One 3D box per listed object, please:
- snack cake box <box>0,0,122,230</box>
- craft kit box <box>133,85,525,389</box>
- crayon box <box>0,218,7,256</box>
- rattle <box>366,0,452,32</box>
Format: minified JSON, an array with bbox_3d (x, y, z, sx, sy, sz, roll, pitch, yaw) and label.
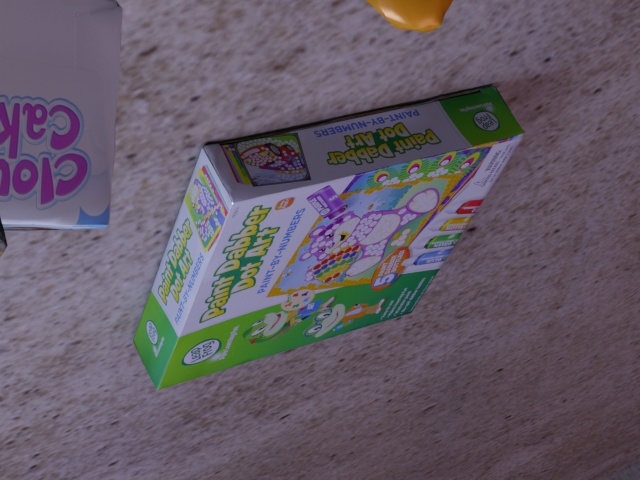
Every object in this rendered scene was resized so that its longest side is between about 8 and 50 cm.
[{"bbox_3d":[-0.221,-0.048,0.545,0.264,0.089,0.152,0,176,40],"label":"snack cake box"},{"bbox_3d":[0.000,0.000,1.075,0.247,0.061,0.250,-12,150,-27],"label":"craft kit box"},{"bbox_3d":[-0.293,-0.035,0.378,0.363,0.313,0.106,-33,148,8],"label":"crayon box"},{"bbox_3d":[0.031,-0.210,0.620,0.130,0.142,0.199,5,148,-23],"label":"rattle"}]
